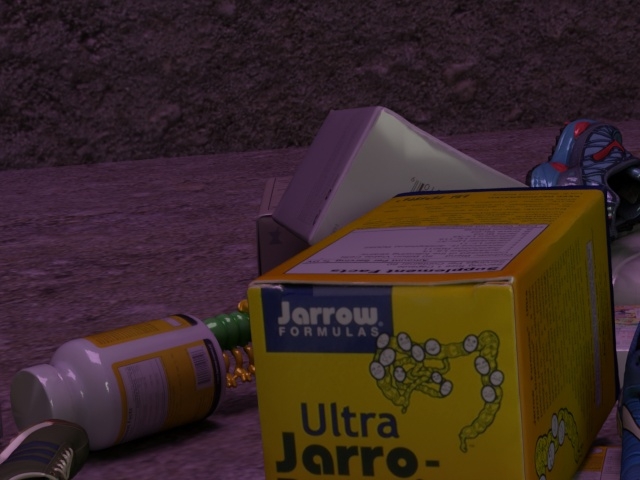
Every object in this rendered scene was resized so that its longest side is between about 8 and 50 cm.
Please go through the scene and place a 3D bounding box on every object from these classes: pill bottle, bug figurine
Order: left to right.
[{"bbox_3d":[-0.184,0.133,1.475,0.184,0.103,0.103,-12,14,-39],"label":"pill bottle"},{"bbox_3d":[0.000,0.094,1.564,0.216,0.072,0.279,-18,31,-37],"label":"bug figurine"}]

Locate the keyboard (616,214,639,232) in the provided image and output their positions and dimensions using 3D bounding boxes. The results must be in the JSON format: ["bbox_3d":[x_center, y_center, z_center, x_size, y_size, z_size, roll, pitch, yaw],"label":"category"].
[{"bbox_3d":[0.301,-0.014,1.826,0.180,0.023,0.108,-18,14,-17],"label":"keyboard"}]

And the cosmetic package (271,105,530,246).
[{"bbox_3d":[0.089,-0.028,1.691,0.217,0.156,0.385,28,2,-10],"label":"cosmetic package"}]

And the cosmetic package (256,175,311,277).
[{"bbox_3d":[0.000,0.000,2.042,0.153,0.129,0.296,-2,10,2],"label":"cosmetic package"}]

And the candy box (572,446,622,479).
[{"bbox_3d":[0.183,0.188,1.267,0.205,0.027,0.105,-1,15,15],"label":"candy box"}]

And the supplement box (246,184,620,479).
[{"bbox_3d":[0.104,0.084,1.253,0.194,0.195,0.356,-1,11,21],"label":"supplement box"}]

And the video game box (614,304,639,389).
[{"bbox_3d":[0.326,0.104,1.609,0.205,0.048,0.187,-1,13,12],"label":"video game box"}]

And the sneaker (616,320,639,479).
[{"bbox_3d":[0.260,0.133,1.135,0.129,0.147,0.330,-3,27,5],"label":"sneaker"}]

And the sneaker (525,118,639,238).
[{"bbox_3d":[0.311,-0.056,1.789,0.125,0.104,0.262,8,27,21],"label":"sneaker"}]

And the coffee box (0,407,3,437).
[{"bbox_3d":[-0.501,0.057,1.362,0.337,0.334,0.338,0,11,16],"label":"coffee box"}]

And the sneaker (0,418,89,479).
[{"bbox_3d":[-0.227,0.198,1.280,0.086,0.064,0.192,11,17,29],"label":"sneaker"}]

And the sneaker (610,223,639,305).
[{"bbox_3d":[0.390,0.033,1.838,0.169,0.108,0.292,6,24,33],"label":"sneaker"}]
